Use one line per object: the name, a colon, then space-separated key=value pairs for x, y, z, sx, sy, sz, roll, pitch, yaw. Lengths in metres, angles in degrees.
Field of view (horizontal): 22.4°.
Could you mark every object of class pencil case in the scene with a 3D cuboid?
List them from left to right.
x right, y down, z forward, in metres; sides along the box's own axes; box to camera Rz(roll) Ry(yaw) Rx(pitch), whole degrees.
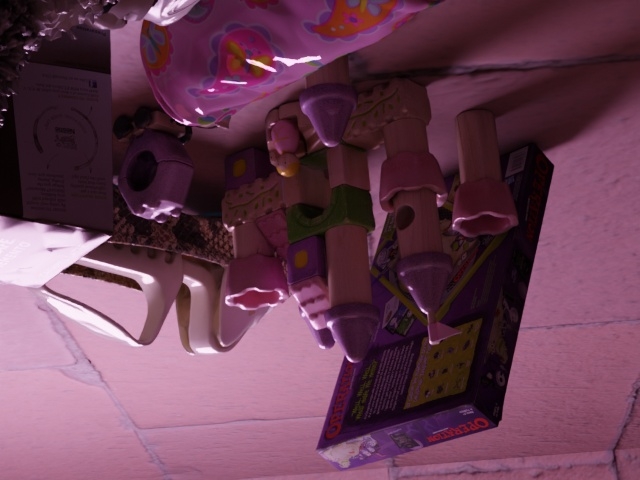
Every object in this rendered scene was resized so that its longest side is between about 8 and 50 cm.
pencil case: x=-0.024 y=-0.190 z=1.293 sx=0.124 sy=0.124 sz=0.284 roll=15 pitch=153 yaw=-39

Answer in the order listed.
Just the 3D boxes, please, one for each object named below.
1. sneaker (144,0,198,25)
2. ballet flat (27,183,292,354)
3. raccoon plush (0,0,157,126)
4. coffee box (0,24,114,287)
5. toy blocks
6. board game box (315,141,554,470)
sneaker: x=-0.080 y=-0.235 z=1.210 sx=0.086 sy=0.085 sz=0.237 roll=24 pitch=143 yaw=-37
ballet flat: x=-0.177 y=0.033 z=1.734 sx=0.482 sy=0.182 sz=0.164 roll=14 pitch=151 yaw=-39
raccoon plush: x=-0.274 y=-0.184 z=0.957 sx=0.299 sy=0.216 sz=0.446 roll=-53 pitch=154 yaw=17
coffee box: x=-0.239 y=-0.103 z=1.289 sx=0.098 sy=0.247 sz=0.141 roll=10 pitch=154 yaw=-32
toy blocks: x=0.000 y=0.000 z=1.574 sx=0.288 sy=0.260 sz=0.309 roll=-21 pitch=153 yaw=38
board game box: x=0.122 y=0.065 z=1.665 sx=0.208 sy=0.347 sz=0.056 roll=-18 pitch=129 yaw=37
